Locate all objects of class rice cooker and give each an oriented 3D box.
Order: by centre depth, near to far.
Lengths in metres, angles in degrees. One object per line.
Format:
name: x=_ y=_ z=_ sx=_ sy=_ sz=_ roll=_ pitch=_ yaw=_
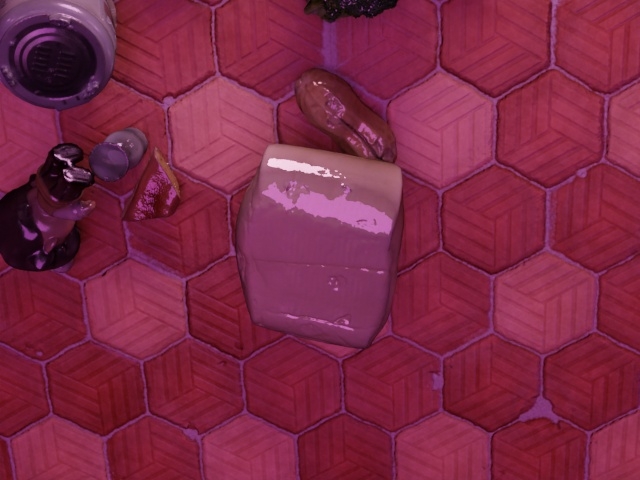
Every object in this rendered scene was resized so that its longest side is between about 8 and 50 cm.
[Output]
rice cooker: x=-0.562 y=-0.436 z=1.774 sx=0.264 sy=0.316 sz=0.316 roll=-20 pitch=106 yaw=0

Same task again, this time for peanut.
peanut: x=0.061 y=-0.270 z=1.893 sx=0.290 sy=0.130 sz=0.130 roll=42 pitch=104 yaw=-13

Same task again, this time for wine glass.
wine glass: x=-0.449 y=-0.199 z=1.886 sx=0.093 sy=0.202 sz=0.092 roll=1 pitch=110 yaw=2

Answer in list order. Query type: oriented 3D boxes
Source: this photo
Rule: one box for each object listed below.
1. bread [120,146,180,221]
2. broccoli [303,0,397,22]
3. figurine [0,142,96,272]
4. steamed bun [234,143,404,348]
bread: x=-0.387 y=-0.109 z=1.983 sx=0.119 sy=0.067 sz=0.192 roll=31 pitch=104 yaw=0
broccoli: x=0.042 y=-0.582 z=1.741 sx=0.308 sy=0.307 sz=0.275 roll=37 pitch=142 yaw=-10
figurine: x=-0.602 y=-0.080 z=1.899 sx=0.365 sy=0.206 sz=0.218 roll=-40 pitch=84 yaw=31
steamed bun: x=0.000 y=0.000 z=1.892 sx=0.372 sy=0.290 sz=0.455 roll=12 pitch=122 yaw=4
